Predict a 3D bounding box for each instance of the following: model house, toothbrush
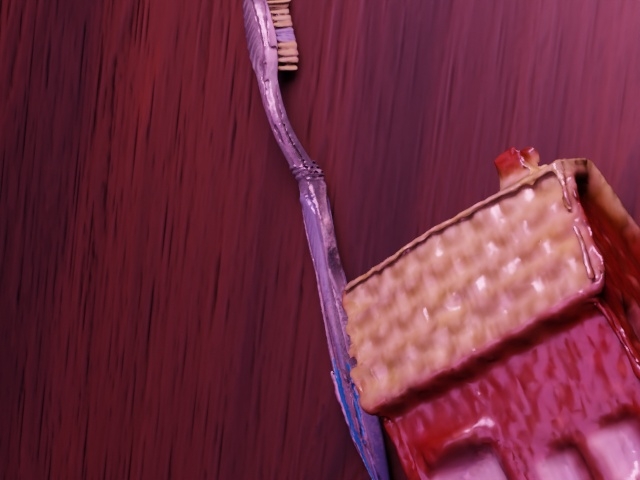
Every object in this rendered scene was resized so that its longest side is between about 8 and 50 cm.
[{"bbox_3d":[0.136,0.077,0.861,0.196,0.160,0.254,-30,74,28],"label":"model house"},{"bbox_3d":[0.000,0.000,1.012,0.035,0.042,0.413,154,104,-67],"label":"toothbrush"}]
